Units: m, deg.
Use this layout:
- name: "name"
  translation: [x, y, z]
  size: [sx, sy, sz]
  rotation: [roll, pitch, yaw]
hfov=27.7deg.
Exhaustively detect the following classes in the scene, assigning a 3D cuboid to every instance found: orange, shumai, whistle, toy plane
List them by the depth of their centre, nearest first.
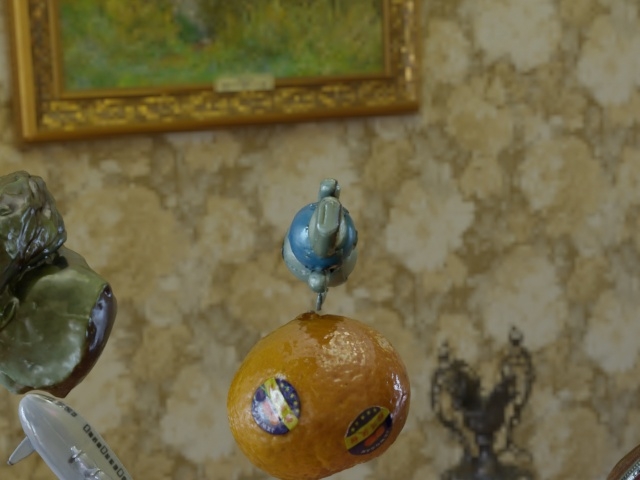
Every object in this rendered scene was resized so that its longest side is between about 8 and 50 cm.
- name: "toy plane"
  translation: [-0.172, 0.186, 0.996]
  size: [0.065, 0.171, 0.162]
  rotation: [-51, 13, -13]
- name: "orange"
  translation: [-0.003, 0.149, 1.227]
  size: [0.178, 0.155, 0.177]
  rotation: [-29, -18, -10]
- name: "whistle"
  translation: [0.000, 0.000, 1.241]
  size: [0.077, 0.113, 0.235]
  rotation: [8, -10, 1]
- name: "shumai"
  translation: [-0.406, 0.086, 1.676]
  size: [0.304, 0.263, 0.309]
  rotation: [-26, 23, 46]

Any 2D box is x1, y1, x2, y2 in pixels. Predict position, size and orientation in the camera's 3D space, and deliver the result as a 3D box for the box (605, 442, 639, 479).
- name: "box"
  translation: [0.448, 0.207, 1.177]
  size: [0.263, 0.404, 0.108]
  rotation: [37, 25, -22]
